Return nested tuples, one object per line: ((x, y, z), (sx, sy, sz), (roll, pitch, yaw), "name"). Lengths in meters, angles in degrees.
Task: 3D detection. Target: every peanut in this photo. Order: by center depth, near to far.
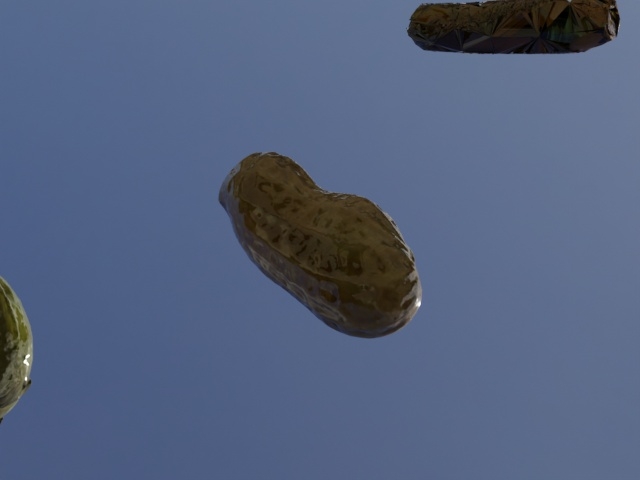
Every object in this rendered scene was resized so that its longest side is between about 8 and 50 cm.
((0.000, 0.000, 1.488), (0.108, 0.095, 0.226), (-38, -128, -22), "peanut")

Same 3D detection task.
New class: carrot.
((0.206, -0.231, 1.910), (0.228, 0.069, 0.069), (1, -157, 29), "carrot")

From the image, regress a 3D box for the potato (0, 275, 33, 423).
((-0.345, 0.076, 1.355), (0.248, 0.169, 0.143), (-1, 164, -15), "potato")
